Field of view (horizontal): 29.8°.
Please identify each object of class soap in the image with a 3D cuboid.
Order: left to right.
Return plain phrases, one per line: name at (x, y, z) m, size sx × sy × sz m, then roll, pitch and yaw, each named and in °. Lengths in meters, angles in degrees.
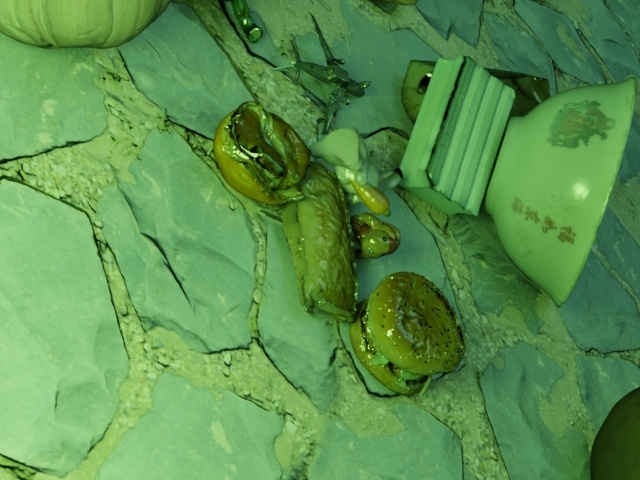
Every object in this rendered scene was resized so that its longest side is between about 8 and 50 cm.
soap at (0.241, -0.188, 2.135) m, size 0.150 × 0.094 × 0.261 m, roll 30°, pitch 73°, yaw -35°

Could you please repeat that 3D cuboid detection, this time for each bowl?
bowl at (0.411, -0.112, 2.183) m, size 0.196 × 0.435 × 0.435 m, roll 17°, pitch 38°, yaw 6°

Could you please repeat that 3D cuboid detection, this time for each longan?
longan at (0.591, 0.376, 1.958) m, size 0.319 × 0.319 × 0.319 m, roll 30°, pitch 41°, yaw -29°

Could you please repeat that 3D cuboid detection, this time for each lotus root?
lotus root at (0.289, -0.251, 2.313) m, size 0.314 × 0.142 × 0.210 m, roll 14°, pitch 89°, yaw -38°

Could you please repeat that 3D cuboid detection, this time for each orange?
orange at (-0.094, -0.123, 1.773) m, size 0.170 × 0.112 × 0.160 m, roll 62°, pitch 27°, yaw -20°

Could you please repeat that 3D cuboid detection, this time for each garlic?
garlic at (-0.326, -0.374, 1.597) m, size 0.317 × 0.259 × 0.317 m, roll 9°, pitch 42°, yaw -8°

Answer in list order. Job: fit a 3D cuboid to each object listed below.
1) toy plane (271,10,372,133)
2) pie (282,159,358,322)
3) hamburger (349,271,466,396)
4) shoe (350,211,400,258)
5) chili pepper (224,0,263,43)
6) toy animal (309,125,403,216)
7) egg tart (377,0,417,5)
toy plane at (0.015, -0.282, 2.084) m, size 0.226 × 0.058 × 0.226 m, roll 8°, pitch 70°, yaw -45°
pie at (0.000, 0.000, 1.811) m, size 0.128 × 0.068 × 0.282 m, roll 26°, pitch 45°, yaw -38°
hamburger at (0.138, 0.144, 1.801) m, size 0.177 × 0.113 × 0.185 m, roll 17°, pitch 47°, yaw -42°
shoe at (0.073, -0.004, 1.894) m, size 0.069 × 0.072 × 0.109 m, roll -6°, pitch 45°, yaw -37°
chili pepper at (-0.152, -0.453, 1.960) m, size 0.165 × 0.261 × 0.174 m, roll -1°, pitch 32°, yaw -3°
toy animal at (0.076, -0.107, 1.951) m, size 0.127 × 0.131 × 0.182 m, roll -61°, pitch 145°, yaw -20°
egg tart at (0.126, -0.547, 2.425) m, size 0.191 × 0.074 × 0.191 m, roll 32°, pitch 41°, yaw -33°
